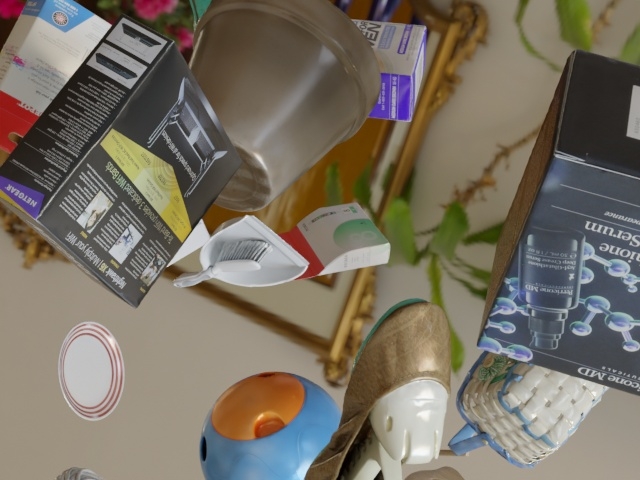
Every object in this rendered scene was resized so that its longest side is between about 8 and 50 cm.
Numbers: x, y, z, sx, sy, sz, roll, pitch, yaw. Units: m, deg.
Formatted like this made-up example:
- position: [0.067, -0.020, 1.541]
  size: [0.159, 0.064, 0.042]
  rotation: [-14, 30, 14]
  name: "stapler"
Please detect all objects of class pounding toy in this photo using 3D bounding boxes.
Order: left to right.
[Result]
- position: [0.253, 0.531, 2.181]
  size: [0.154, 0.154, 0.269]
  rotation: [-20, -135, -37]
  name: "pounding toy"

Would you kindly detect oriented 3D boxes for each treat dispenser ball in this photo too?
- position: [-0.087, 0.394, 1.993]
  size: [0.288, 0.288, 0.288]
  rotation: [18, -173, -2]
  name: "treat dispenser ball"

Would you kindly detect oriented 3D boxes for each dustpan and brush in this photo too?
- position: [-0.142, 0.035, 1.558]
  size: [0.211, 0.060, 0.147]
  rotation: [-9, 142, 41]
  name: "dustpan and brush"

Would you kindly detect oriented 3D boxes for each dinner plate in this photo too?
- position: [-0.329, 0.186, 1.487]
  size: [0.017, 0.141, 0.141]
  rotation: [-8, 173, 28]
  name: "dinner plate"

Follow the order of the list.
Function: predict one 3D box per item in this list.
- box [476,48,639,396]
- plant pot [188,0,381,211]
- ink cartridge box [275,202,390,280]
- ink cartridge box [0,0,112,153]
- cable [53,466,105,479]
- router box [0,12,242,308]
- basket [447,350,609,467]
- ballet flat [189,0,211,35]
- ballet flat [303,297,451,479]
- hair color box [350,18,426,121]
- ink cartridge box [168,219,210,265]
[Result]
- position: [0.401, -0.005, 1.366]
  size: [0.294, 0.395, 0.212]
  rotation: [16, -130, 5]
  name: "box"
- position: [-0.103, -0.211, 1.679]
  size: [0.323, 0.280, 0.323]
  rotation: [20, 146, 14]
  name: "plant pot"
- position: [0.000, 0.000, 2.049]
  size: [0.225, 0.056, 0.181]
  rotation: [-8, -148, -18]
  name: "ink cartridge box"
- position: [-0.393, -0.227, 1.493]
  size: [0.134, 0.231, 0.078]
  rotation: [30, 175, -37]
  name: "ink cartridge box"
- position: [-0.424, 0.553, 1.988]
  size: [0.257, 0.089, 0.257]
  rotation: [52, -177, 40]
  name: "cable"
- position: [-0.225, -0.079, 1.230]
  size: [0.081, 0.243, 0.309]
  rotation: [30, 167, 20]
  name: "router box"
- position: [0.354, 0.260, 1.798]
  size: [0.201, 0.255, 0.289]
  rotation: [44, 155, 5]
  name: "basket"
- position: [-0.202, -0.419, 1.957]
  size: [0.087, 0.083, 0.247]
  rotation: [-7, 154, -5]
  name: "ballet flat"
- position: [0.069, 0.220, 1.144]
  size: [0.116, 0.342, 0.124]
  rotation: [7, -140, -25]
  name: "ballet flat"
- position: [0.017, -0.329, 1.944]
  size: [0.339, 0.110, 0.185]
  rotation: [6, -139, 10]
  name: "hair color box"
- position: [-0.290, -0.003, 1.931]
  size: [0.109, 0.063, 0.150]
  rotation: [-33, -159, -30]
  name: "ink cartridge box"
